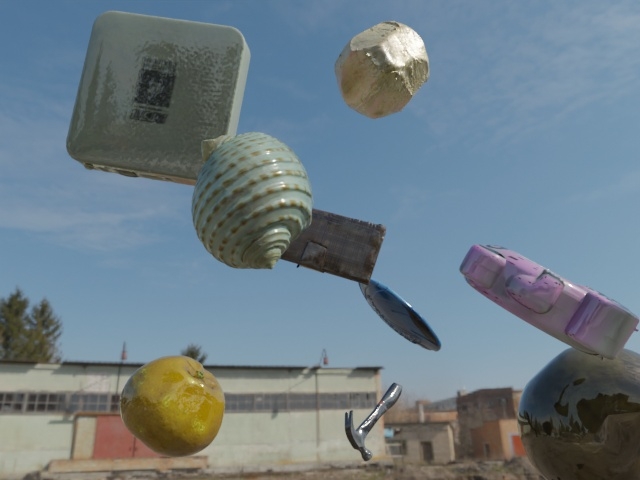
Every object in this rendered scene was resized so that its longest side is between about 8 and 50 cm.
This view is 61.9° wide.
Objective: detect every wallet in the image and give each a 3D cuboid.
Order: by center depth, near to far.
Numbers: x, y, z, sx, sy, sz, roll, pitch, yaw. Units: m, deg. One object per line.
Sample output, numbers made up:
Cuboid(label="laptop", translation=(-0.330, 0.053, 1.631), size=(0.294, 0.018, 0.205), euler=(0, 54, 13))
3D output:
Cuboid(label="wallet", translation=(0.000, 0.000, 1.019), size=(0.230, 0.125, 0.042), euler=(16, -16, 11))

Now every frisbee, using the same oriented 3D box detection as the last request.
Cuboid(label="frisbee", translation=(0.169, 0.174, 1.210), size=(0.242, 0.045, 0.242), euler=(41, -11, 10))

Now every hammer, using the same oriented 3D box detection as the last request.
Cuboid(label="hammer", translation=(0.172, 0.529, 1.649), size=(0.037, 0.137, 0.289), euler=(-36, -1, 42))

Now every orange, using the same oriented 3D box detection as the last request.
Cuboid(label="orange", translation=(-0.383, 0.432, 1.407), size=(0.279, 0.235, 0.279), euler=(33, -9, 6))

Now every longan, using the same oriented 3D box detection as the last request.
Cuboid(label="longan", translation=(0.702, 0.460, 1.365), size=(0.336, 0.405, 0.404), euler=(34, -32, -13))

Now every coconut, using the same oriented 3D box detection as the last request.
Cuboid(label="coconut", translation=(0.120, -0.343, 1.095), size=(0.194, 0.195, 0.194), euler=(-1, -21, 0))

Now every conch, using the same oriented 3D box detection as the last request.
Cuboid(label="conch", translation=(-0.068, -0.046, 0.554), size=(0.135, 0.154, 0.102), euler=(-15, 2, -17))

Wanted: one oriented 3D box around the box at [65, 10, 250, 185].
Cuboid(label="box", translation=(-0.367, -0.322, 1.227), size=(0.366, 0.374, 0.090), euler=(10, -6, 5))

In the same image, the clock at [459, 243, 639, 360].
Cuboid(label="clock", translation=(0.345, 0.084, 0.836), size=(0.247, 0.090, 0.227), euler=(30, 9, 19))
